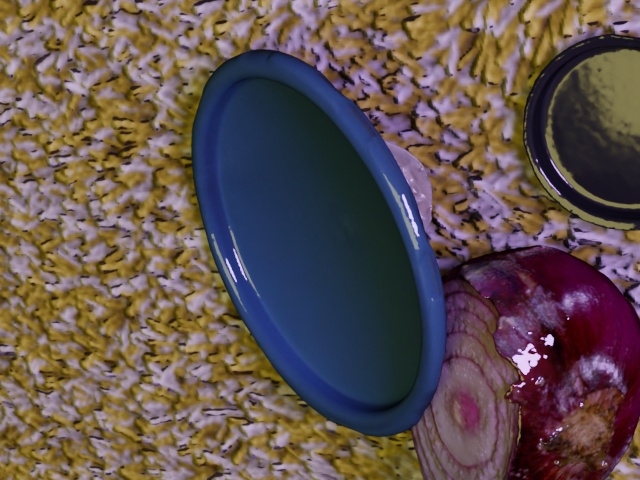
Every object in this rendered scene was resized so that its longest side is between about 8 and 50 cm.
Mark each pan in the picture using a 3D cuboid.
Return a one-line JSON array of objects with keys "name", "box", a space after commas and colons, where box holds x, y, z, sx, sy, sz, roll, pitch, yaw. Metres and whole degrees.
[{"name": "pan", "box": [0.228, -0.104, 1.048, 0.136, 0.028, 0.235, 42, 126, 4]}]

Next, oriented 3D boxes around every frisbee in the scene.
[{"name": "frisbee", "box": [0.004, -0.001, 1.145, 0.289, 0.049, 0.289, 39, 141, 40]}]

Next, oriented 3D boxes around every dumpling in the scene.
[{"name": "dumpling", "box": [0.047, -0.034, 1.165, 0.076, 0.057, 0.052, 61, 164, 20]}]

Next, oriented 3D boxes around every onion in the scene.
[{"name": "onion", "box": [0.127, 0.086, 1.126, 0.218, 0.140, 0.195, 38, 136, 56]}]
